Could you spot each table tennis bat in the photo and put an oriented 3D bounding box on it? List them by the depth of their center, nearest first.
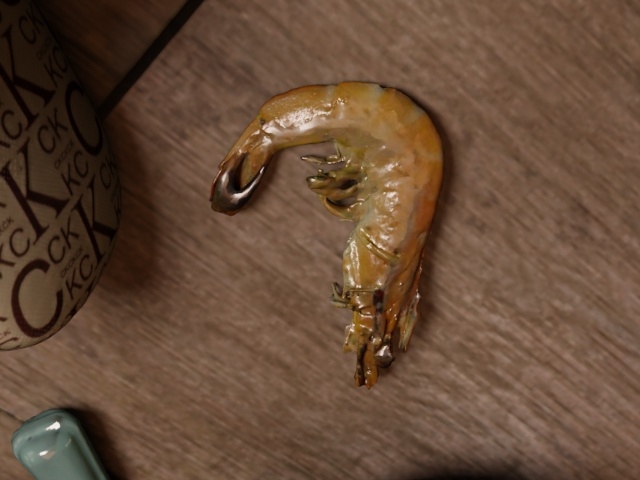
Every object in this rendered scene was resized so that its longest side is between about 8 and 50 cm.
[{"bbox_3d":[-0.116,0.198,0.676,0.153,0.040,0.244,-22,121,4],"label":"table tennis bat"}]

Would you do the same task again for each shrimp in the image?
[{"bbox_3d":[0.000,0.001,0.590,0.124,0.034,0.178,7,114,-6],"label":"shrimp"}]

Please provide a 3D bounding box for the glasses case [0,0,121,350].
[{"bbox_3d":[-0.196,-0.103,0.444,0.085,0.137,0.355,-7,130,30],"label":"glasses case"}]
